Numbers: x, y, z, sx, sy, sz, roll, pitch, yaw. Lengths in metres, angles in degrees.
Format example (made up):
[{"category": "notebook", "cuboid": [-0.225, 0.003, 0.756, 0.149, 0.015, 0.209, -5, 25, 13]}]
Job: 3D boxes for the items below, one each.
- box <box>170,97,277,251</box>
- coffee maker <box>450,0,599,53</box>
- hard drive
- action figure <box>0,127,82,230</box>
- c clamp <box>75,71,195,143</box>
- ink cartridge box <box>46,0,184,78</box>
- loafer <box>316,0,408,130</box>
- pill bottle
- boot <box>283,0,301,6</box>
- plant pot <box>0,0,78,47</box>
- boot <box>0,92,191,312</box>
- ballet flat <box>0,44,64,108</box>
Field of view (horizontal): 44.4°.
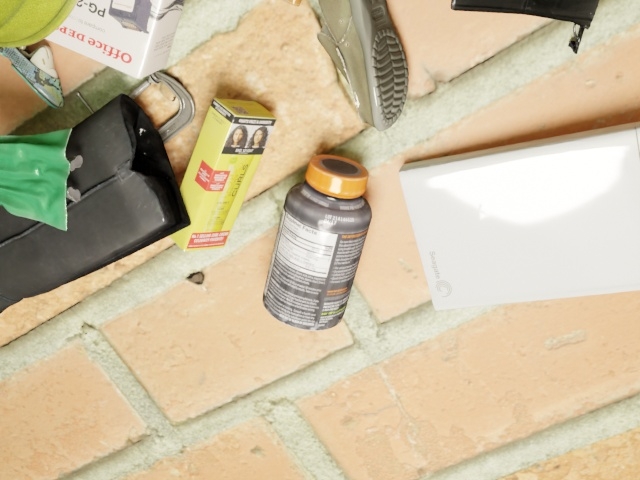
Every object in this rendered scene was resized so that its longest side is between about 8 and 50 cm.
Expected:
[{"category": "box", "cuboid": [-0.150, -0.095, 1.160, 0.058, 0.087, 0.232, 43, 120, 31]}, {"category": "coffee maker", "cuboid": [0.252, -0.322, 0.971, 0.178, 0.120, 0.171, 8, 115, 8]}, {"category": "hard drive", "cuboid": [0.308, -0.025, 1.104, 0.353, 0.047, 0.233, -8, 112, 24]}, {"category": "action figure", "cuboid": [-0.445, -0.097, 1.074, 0.232, 0.063, 0.137, 8, 94, 9]}, {"category": "c clamp", "cuboid": [-0.273, -0.201, 1.179, 0.161, 0.022, 0.137, -27, 106, 21]}, {"category": "ink cartridge box", "cuboid": [-0.273, -0.364, 1.063, 0.172, 0.100, 0.237, 23, 116, 1]}, {"category": "loafer", "cuboid": [0.050, -0.271, 1.060, 0.087, 0.094, 0.251, -4, 105, 38]}, {"category": "pill bottle", "cuboid": [0.000, 0.000, 1.156, 0.130, 0.130, 0.245, 17, 115, 3]}, {"category": "boot", "cuboid": [-0.013, -0.373, 0.992, 0.197, 0.073, 0.152, 33, 115, 40]}, {"category": "plant pot", "cuboid": [-0.514, -0.403, 0.894, 0.366, 0.353, 0.366, 9, 108, 28]}, {"category": "boot", "cuboid": [-0.453, -0.096, 1.168, 0.445, 0.146, 0.367, -25, 98, 23]}, {"category": "ballet flat", "cuboid": [-0.437, -0.281, 1.155, 0.070, 0.070, 0.188, -39, 105, 23]}]
